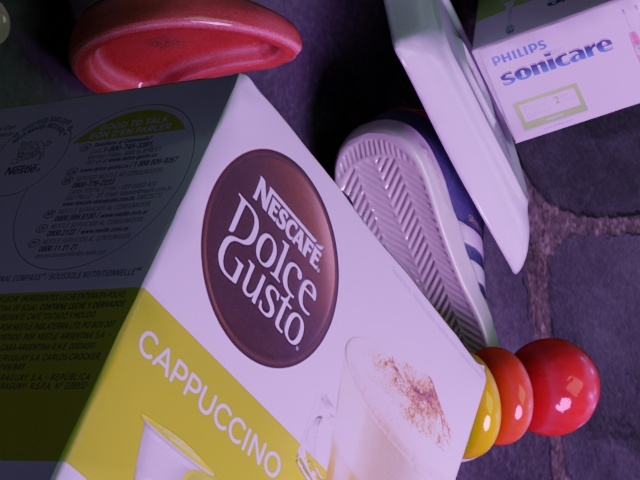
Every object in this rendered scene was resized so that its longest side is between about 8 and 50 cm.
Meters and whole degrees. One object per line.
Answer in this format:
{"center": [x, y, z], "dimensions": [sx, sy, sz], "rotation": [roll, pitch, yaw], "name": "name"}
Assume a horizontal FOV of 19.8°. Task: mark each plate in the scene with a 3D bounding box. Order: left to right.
{"center": [0.132, -0.145, 1.758], "dimensions": [0.278, 0.045, 0.277], "rotation": [60, 12, -30], "name": "plate"}

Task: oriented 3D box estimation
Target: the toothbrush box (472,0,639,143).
{"center": [0.277, -0.246, 1.871], "dimensions": [0.122, 0.206, 0.283], "rotation": [62, 22, -27], "name": "toothbrush box"}

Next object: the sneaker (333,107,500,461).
{"center": [0.115, 0.036, 1.760], "dimensions": [0.148, 0.131, 0.350], "rotation": [-46, 129, -60], "name": "sneaker"}

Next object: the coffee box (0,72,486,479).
{"center": [-0.144, 0.131, 1.223], "dimensions": [0.337, 0.338, 0.334], "rotation": [50, 48, -37], "name": "coffee box"}

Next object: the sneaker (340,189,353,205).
{"center": [0.000, 0.000, 1.645], "dimensions": [0.067, 0.078, 0.188], "rotation": [-55, 128, -40], "name": "sneaker"}

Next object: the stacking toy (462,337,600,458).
{"center": [0.100, 0.146, 1.615], "dimensions": [0.330, 0.141, 0.141], "rotation": [-6, 91, -29], "name": "stacking toy"}

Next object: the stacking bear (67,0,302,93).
{"center": [-0.134, -0.278, 1.452], "dimensions": [0.164, 0.175, 0.289], "rotation": [17, 63, -58], "name": "stacking bear"}

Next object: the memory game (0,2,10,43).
{"center": [-0.295, -0.190, 1.335], "dimensions": [0.186, 0.012, 0.186], "rotation": [10, 77, -51], "name": "memory game"}
